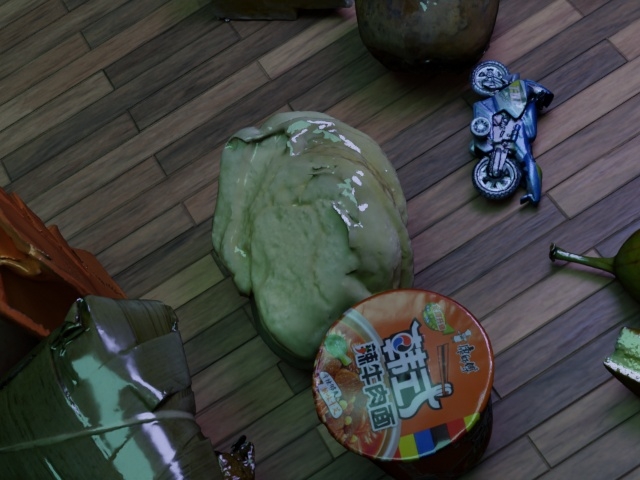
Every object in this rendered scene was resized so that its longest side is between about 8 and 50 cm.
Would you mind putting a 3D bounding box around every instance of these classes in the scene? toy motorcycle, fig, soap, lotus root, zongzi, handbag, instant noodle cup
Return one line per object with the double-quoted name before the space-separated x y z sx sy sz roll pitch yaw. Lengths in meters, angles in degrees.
"toy motorcycle" 0.306 -0.176 1.840 0.135 0.092 0.254 0 69 7
"fig" 0.451 0.048 1.655 0.259 0.151 0.151 -10 55 41
"soap" -0.051 -0.588 2.143 0.304 0.169 0.339 3 63 19
"lotus root" 0.174 -0.365 1.911 0.272 0.272 0.192 0 78 17
"zongzi" -0.342 0.379 1.542 0.500 0.218 0.467 -39 54 28
"handbag" -0.420 0.052 1.738 0.116 0.410 0.303 -42 57 -3
"instant noodle cup" 0.129 0.220 1.599 0.250 0.192 0.250 -8 58 13

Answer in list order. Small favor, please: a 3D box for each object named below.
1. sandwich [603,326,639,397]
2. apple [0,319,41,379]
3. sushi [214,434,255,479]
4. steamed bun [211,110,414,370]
"sandwich" 0.509 0.200 1.560 0.244 0.088 0.090 24 79 24
"apple" -0.614 0.163 1.786 0.344 0.269 0.345 -28 20 11
"sushi" -0.187 0.405 1.624 0.287 0.149 0.140 -41 50 10
"steamed bun" 0.001 -0.006 1.751 0.325 0.230 0.372 -51 60 22
